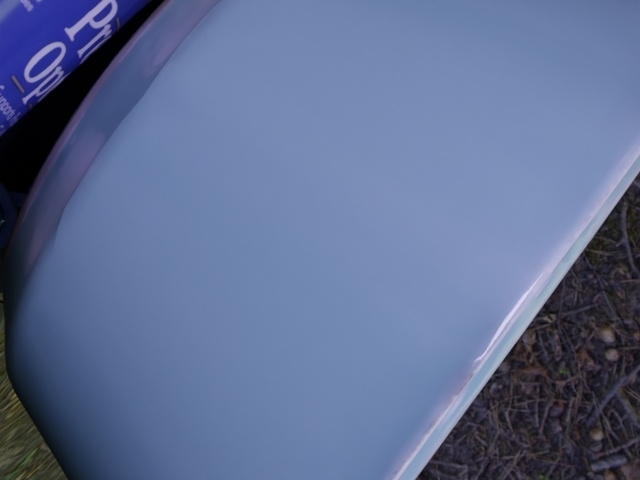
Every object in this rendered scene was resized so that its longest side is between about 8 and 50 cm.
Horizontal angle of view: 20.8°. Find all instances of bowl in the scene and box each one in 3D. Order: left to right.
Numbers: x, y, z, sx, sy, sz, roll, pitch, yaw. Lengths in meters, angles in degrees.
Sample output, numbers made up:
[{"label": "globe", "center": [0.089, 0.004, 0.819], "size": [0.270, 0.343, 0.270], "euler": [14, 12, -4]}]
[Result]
[{"label": "bowl", "center": [0.000, 0.000, 0.651], "size": [0.311, 0.163, 0.311], "euler": [-51, 171, -11]}]

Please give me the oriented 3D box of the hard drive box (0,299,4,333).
[{"label": "hard drive box", "center": [-0.263, 0.144, 0.927], "size": [0.181, 0.089, 0.232], "euler": [-46, -159, 58]}]

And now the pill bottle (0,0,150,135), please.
[{"label": "pill bottle", "center": [-0.103, -0.119, 0.575], "size": [0.219, 0.123, 0.123], "euler": [-43, 173, -8]}]

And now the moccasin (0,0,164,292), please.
[{"label": "moccasin", "center": [-0.180, -0.013, 0.729], "size": [0.342, 0.138, 0.117], "euler": [-46, 169, 10]}]
